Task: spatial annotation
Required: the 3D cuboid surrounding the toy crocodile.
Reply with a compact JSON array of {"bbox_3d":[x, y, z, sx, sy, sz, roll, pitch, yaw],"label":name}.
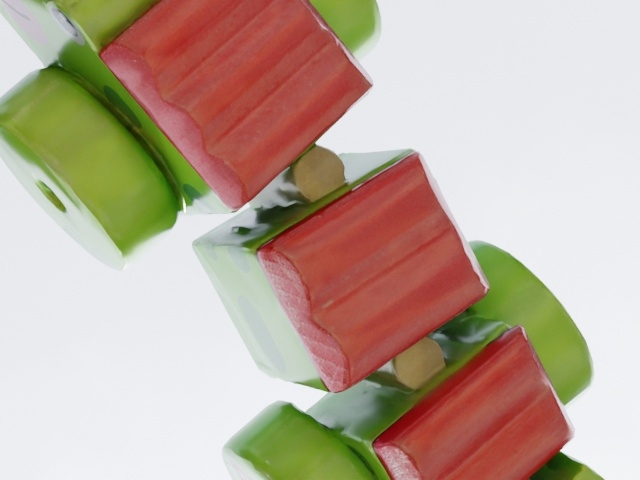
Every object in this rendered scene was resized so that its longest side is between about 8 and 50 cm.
[{"bbox_3d":[0.000,0.000,0.463,0.115,0.105,0.340,-38,-77,-18],"label":"toy crocodile"}]
